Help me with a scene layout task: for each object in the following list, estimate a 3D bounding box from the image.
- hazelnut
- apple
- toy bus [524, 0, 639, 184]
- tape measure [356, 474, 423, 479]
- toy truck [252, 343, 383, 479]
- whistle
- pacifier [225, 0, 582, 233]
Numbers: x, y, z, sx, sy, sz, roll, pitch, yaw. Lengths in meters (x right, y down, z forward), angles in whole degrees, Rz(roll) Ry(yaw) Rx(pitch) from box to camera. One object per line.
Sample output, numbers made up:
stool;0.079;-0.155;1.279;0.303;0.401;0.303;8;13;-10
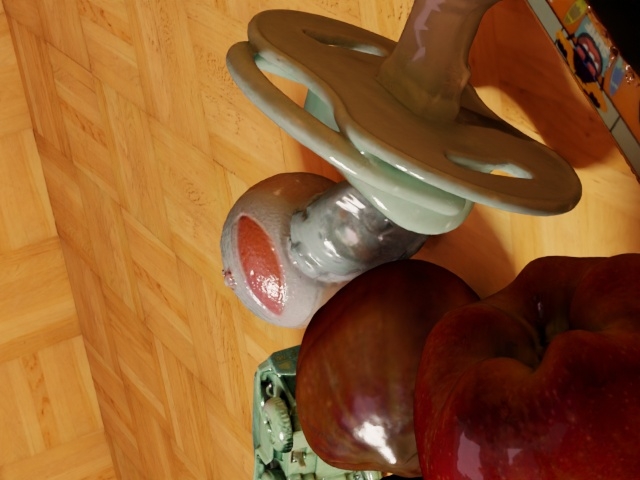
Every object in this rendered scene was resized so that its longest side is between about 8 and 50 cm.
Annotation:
hazelnut;0.081;0.134;1.432;0.229;0.229;0.229;49;150;42
apple;0.211;0.169;1.062;0.288;0.288;0.317;28;152;59
toy bus;0.220;-0.154;1.026;0.408;0.093;0.092;63;160;19
tape measure;0.143;0.295;1.479;0.186;0.199;0.112;23;108;30
toy truck;-0.012;0.234;1.815;0.279;0.155;0.156;94;156;-45
whistle;0.000;0.000;1.587;0.348;0.189;0.189;-22;88;57
pacifier;0.083;-0.159;1.190;0.343;0.288;0.269;42;119;42
